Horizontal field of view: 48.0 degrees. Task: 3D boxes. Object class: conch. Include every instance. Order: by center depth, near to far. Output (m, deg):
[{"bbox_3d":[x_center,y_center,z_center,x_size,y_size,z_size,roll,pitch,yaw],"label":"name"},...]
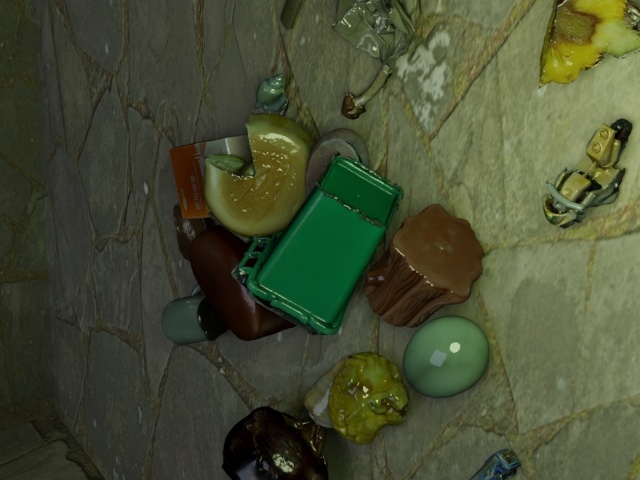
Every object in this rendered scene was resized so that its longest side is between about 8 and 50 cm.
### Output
[{"bbox_3d":[-0.126,-0.397,1.935,0.180,0.088,0.065,-42,26,55],"label":"conch"},{"bbox_3d":[0.033,0.423,1.960,0.158,0.127,0.255,41,130,35],"label":"conch"}]

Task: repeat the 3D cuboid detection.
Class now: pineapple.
[{"bbox_3d":[0.469,-0.388,1.210,0.164,0.140,0.250,6,131,7],"label":"pineapple"}]

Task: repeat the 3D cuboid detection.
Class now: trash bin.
[{"bbox_3d":[0.000,0.000,1.712,0.295,0.259,0.381,30,124,-2],"label":"trash bin"}]

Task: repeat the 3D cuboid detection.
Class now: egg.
[{"bbox_3d":[0.273,0.259,1.587,0.168,0.168,0.231,59,140,17],"label":"egg"}]

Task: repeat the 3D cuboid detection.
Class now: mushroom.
[{"bbox_3d":[0.108,-0.351,1.667,0.187,0.060,0.061,-44,69,44],"label":"mushroom"}]

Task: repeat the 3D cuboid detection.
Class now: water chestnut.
[{"bbox_3d":[-0.096,0.623,2.091,0.335,0.347,0.335,48,172,9],"label":"water chestnut"}]

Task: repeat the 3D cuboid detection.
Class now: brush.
[{"bbox_3d":[-0.050,-0.651,1.764,0.054,0.048,0.282,54,138,27],"label":"brush"}]

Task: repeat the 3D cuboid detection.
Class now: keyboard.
[{"bbox_3d":[-0.240,-0.045,1.969,0.165,0.055,0.017,33,129,31],"label":"keyboard"}]

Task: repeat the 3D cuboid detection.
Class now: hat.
[{"bbox_3d":[0.145,-0.523,1.561,0.214,0.149,0.245,12,76,56],"label":"hat"}]

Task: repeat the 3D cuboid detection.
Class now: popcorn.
[{"bbox_3d":[0.126,0.403,1.818,0.200,0.203,0.226,124,158,-52],"label":"popcorn"}]

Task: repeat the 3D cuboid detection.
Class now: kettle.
[{"bbox_3d":[-0.402,0.233,2.407,0.236,0.161,0.221,-16,59,50],"label":"kettle"}]

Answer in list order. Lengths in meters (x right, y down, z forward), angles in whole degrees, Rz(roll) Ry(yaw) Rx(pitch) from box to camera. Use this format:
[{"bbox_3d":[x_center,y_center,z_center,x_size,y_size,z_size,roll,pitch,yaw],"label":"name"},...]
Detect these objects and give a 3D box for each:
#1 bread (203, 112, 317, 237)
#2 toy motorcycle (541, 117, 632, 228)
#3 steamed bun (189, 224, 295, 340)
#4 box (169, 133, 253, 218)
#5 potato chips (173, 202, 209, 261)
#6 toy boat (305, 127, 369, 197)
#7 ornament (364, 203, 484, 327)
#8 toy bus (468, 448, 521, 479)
[{"bbox_3d":[-0.146,-0.166,1.883,0.160,0.332,0.333,-96,8,-69],"label":"bread"},{"bbox_3d":[0.466,-0.107,1.264,0.094,0.129,0.229,47,134,34],"label":"toy motorcycle"},{"bbox_3d":[-0.196,0.085,2.031,0.379,0.234,0.248,48,137,31],"label":"steamed bun"},{"bbox_3d":[-0.294,-0.189,2.130,0.341,0.143,0.225,-1,102,49],"label":"box"},{"bbox_3d":[-0.421,-0.036,2.396,0.208,0.061,0.195,42,126,35],"label":"potato chips"},{"bbox_3d":[0.046,-0.176,1.769,0.155,0.085,0.228,20,128,10],"label":"toy boat"},{"bbox_3d":[0.210,0.073,1.566,0.218,0.221,0.235,124,138,-51],"label":"ornament"},{"bbox_3d":[0.392,0.532,1.632,0.061,0.051,0.153,55,138,31],"label":"toy bus"}]
